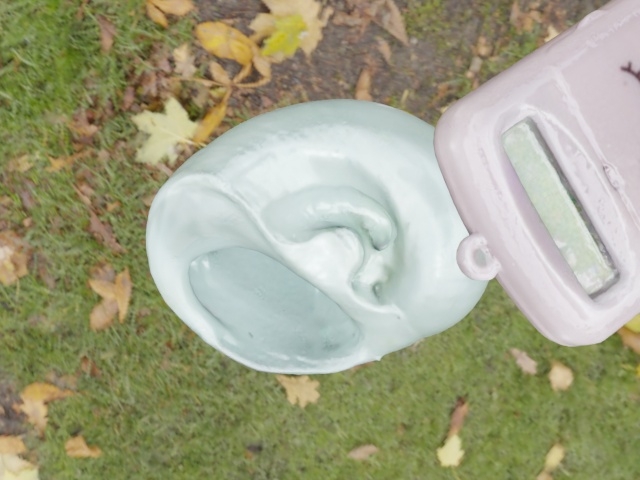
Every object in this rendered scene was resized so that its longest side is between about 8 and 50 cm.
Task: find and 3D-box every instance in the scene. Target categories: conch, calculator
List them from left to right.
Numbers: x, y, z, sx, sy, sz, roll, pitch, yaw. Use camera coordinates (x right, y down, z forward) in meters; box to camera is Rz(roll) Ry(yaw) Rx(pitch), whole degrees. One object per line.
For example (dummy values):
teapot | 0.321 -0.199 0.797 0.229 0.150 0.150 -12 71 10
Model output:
conch | 0.001 0.000 0.611 0.221 0.121 0.185 9 93 -4
calculator | 0.118 -0.037 0.340 0.175 0.032 0.100 -34 99 -14
